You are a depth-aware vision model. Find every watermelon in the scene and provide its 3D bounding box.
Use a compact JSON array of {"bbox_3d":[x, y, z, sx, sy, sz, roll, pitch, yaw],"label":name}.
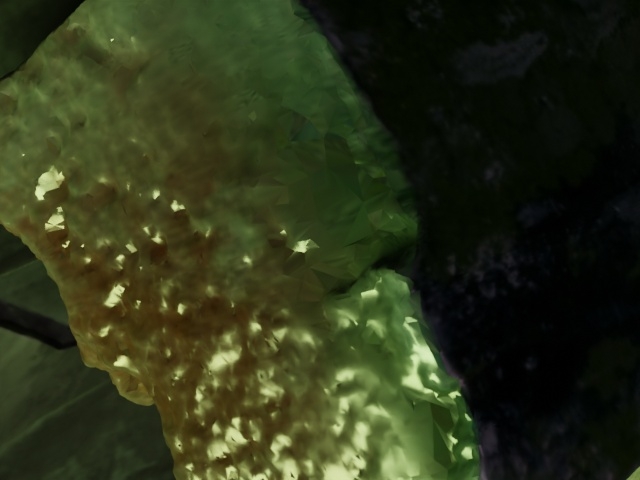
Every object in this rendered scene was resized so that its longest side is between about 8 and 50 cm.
[{"bbox_3d":[0.001,0.000,0.517,0.302,0.264,0.151,-26,-177,22],"label":"watermelon"}]

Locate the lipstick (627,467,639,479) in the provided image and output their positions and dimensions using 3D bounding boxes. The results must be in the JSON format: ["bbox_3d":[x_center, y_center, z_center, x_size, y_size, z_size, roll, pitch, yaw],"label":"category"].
[{"bbox_3d":[0.116,0.067,0.759,0.079,0.253,0.077,26,106,-46],"label":"lipstick"}]
